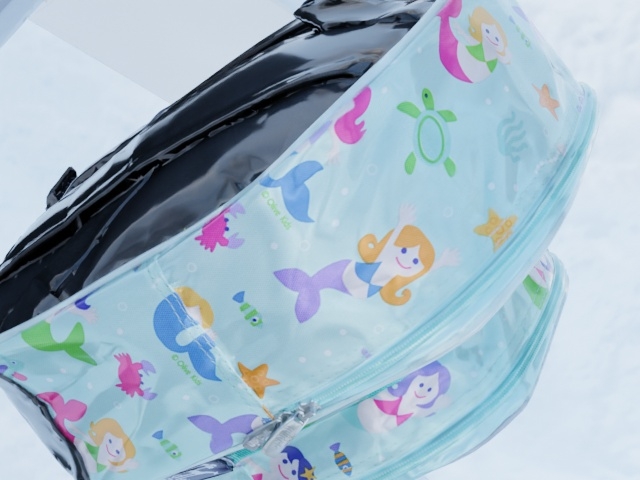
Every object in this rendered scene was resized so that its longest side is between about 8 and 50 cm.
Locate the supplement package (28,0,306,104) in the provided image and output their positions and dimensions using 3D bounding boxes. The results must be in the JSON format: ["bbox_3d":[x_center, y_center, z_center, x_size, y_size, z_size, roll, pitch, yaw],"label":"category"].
[{"bbox_3d":[-0.160,-0.275,1.415,0.293,0.175,0.177,30,40,-39],"label":"supplement package"}]

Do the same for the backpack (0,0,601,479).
[{"bbox_3d":[0.000,0.000,0.635,0.191,0.253,0.225,46,32,-9],"label":"backpack"}]

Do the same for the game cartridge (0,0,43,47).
[{"bbox_3d":[-0.201,-0.125,0.715,0.062,0.198,0.297,36,76,11],"label":"game cartridge"}]

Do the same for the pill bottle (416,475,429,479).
[{"bbox_3d":[0.017,0.279,1.139,0.188,0.334,0.188,0,58,1],"label":"pill bottle"}]
